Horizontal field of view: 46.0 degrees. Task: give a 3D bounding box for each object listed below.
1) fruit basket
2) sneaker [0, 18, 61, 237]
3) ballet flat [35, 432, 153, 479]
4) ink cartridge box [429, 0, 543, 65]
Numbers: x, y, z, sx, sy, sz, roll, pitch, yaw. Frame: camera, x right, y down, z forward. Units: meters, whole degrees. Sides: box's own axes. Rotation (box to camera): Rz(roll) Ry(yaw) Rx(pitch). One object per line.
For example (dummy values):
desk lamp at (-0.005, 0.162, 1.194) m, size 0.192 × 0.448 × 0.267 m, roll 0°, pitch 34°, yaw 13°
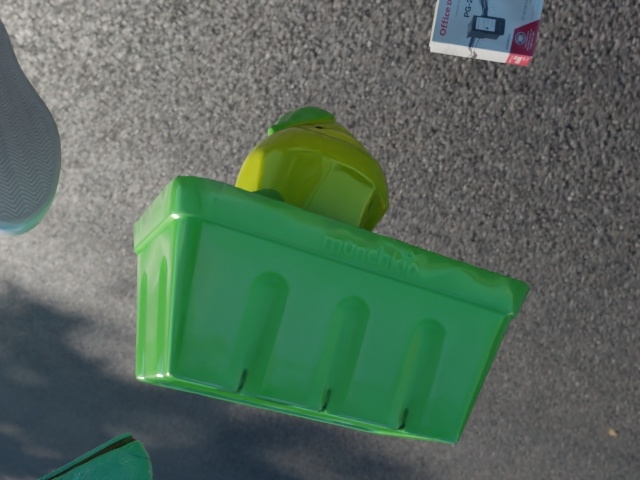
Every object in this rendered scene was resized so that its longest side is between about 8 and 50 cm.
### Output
fruit basket at (0.000, 0.000, 0.794) m, size 0.392 × 0.392 × 0.283 m, roll 36°, pitch 158°, yaw -13°
sneaker at (-0.348, -0.090, 0.786) m, size 0.108 × 0.293 × 0.169 m, roll -6°, pitch 146°, yaw -32°
ballet flat at (-0.259, 0.256, 0.662) m, size 0.087 × 0.247 × 0.083 m, roll 60°, pitch 150°, yaw 19°
ink cartridge box at (0.242, -0.326, 1.104) m, size 0.150 × 0.109 × 0.063 m, roll 10°, pitch -176°, yaw 7°
